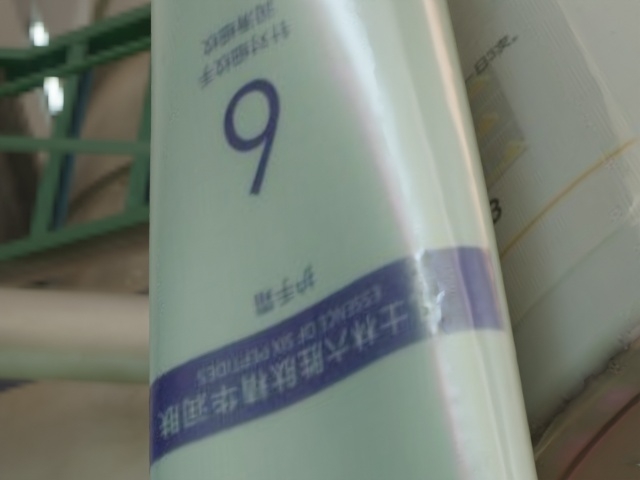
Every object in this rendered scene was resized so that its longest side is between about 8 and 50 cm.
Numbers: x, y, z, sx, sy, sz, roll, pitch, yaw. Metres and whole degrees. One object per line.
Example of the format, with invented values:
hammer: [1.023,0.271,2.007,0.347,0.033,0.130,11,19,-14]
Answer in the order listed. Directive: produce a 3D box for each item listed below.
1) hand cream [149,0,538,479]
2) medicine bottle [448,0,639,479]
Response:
hand cream: [0.000,0.000,0.385,0.067,0.109,0.321,29,-135,-44]
medicine bottle: [0.065,-0.037,0.496,0.161,0.111,0.296,-58,31,31]
